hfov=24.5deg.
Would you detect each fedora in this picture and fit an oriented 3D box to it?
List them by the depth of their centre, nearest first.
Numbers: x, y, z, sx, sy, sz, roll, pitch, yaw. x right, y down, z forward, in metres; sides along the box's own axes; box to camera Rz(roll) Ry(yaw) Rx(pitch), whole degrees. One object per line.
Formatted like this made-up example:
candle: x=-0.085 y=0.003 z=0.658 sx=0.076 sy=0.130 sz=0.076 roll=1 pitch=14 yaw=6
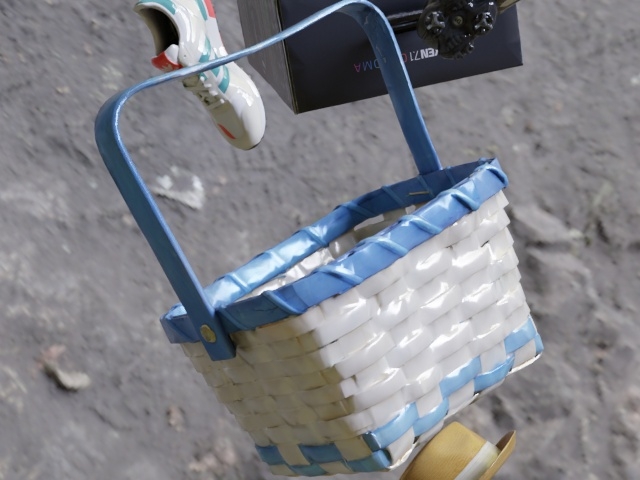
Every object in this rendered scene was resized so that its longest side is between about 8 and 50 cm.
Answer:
fedora: x=0.143 y=0.276 z=1.722 sx=0.194 sy=0.079 sz=0.194 roll=-46 pitch=174 yaw=-7

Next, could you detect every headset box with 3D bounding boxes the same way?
headset box: x=0.054 y=-0.243 z=1.554 sx=0.246 sy=0.283 sz=0.131 roll=-13 pitch=111 yaw=-8

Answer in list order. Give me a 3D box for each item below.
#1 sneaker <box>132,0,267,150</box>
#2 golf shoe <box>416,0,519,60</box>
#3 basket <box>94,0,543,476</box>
sneaker: x=-0.109 y=-0.144 z=1.259 sx=0.075 sy=0.057 sz=0.161 roll=-30 pitch=97 yaw=-47
golf shoe: x=0.168 y=-0.251 z=1.348 sx=0.198 sy=0.094 sz=0.077 roll=-35 pitch=108 yaw=10
basket: x=0.000 y=0.000 z=0.989 sx=0.255 sy=0.201 sz=0.288 roll=-27 pitch=101 yaw=-37
